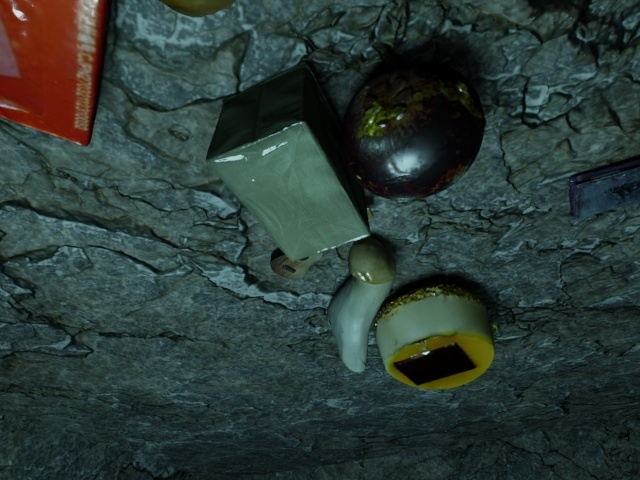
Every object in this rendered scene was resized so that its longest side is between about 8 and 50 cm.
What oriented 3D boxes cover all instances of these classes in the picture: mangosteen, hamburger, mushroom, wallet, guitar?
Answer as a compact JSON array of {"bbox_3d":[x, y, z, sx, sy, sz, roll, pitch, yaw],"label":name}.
[{"bbox_3d":[0.135,-0.139,0.589,0.192,0.192,0.217,-25,154,23],"label":"mangosteen"},{"bbox_3d":[0.266,0.221,0.982,0.276,0.179,0.294,-30,127,24],"label":"hamburger"},{"bbox_3d":[0.092,0.141,0.908,0.122,0.159,0.329,-22,144,-30],"label":"mushroom"},{"bbox_3d":[0.538,-0.098,0.746,0.165,0.030,0.111,-17,140,19],"label":"wallet"},{"bbox_3d":[0.001,-0.002,0.827,0.083,0.038,0.271,29,132,-30],"label":"guitar"}]

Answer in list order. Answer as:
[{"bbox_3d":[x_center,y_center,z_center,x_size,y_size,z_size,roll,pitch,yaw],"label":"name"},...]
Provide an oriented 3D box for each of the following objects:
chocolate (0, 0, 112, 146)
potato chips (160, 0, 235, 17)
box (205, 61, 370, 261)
[{"bbox_3d":[-0.370,-0.262,0.484,0.234,0.108,0.237,18,133,-19],"label":"chocolate"},{"bbox_3d":[-0.141,-0.340,0.447,0.150,0.049,0.202,25,138,-19],"label":"potato chips"},{"bbox_3d":[-0.032,-0.108,0.629,0.155,0.149,0.231,-17,136,18],"label":"box"}]
